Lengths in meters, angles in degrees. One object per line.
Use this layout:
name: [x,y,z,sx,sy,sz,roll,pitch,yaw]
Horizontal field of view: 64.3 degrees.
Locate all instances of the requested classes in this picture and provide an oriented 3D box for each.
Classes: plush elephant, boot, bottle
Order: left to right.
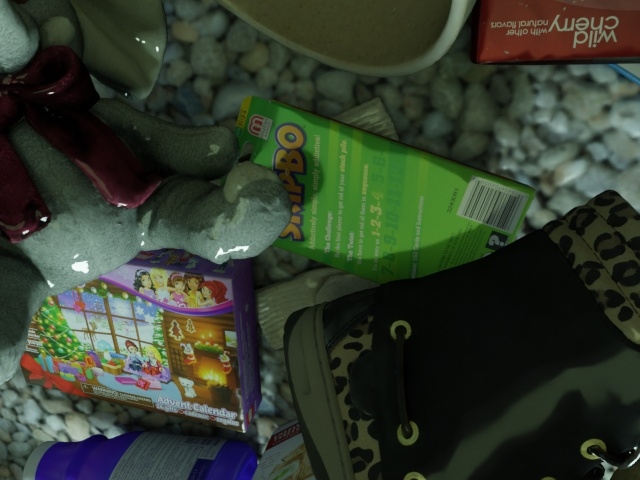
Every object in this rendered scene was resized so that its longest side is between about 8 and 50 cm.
plush elephant: [-0.216,-0.097,0.381,0.271,0.330,0.255,-26,119,-20]
bottle: [-0.224,0.295,0.627,0.282,0.118,0.092,0,110,12]
boot: [0.154,0.168,0.350,0.284,0.138,0.377,-28,64,14]

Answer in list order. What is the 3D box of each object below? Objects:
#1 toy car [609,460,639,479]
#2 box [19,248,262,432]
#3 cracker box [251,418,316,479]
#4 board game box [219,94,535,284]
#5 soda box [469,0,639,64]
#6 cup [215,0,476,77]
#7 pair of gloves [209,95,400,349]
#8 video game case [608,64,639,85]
toy car: [0.298,0.237,0.428,0.188,0.155,0.149,-16,107,-11]
box: [-0.215,0.095,0.567,0.293,0.057,0.201,7,118,13]
cracker box: [-0.005,0.257,0.500,0.155,0.232,0.067,-32,99,21]
board game box: [0.040,-0.032,0.455,0.259,0.039,0.124,19,106,1]
soda box: [0.242,-0.171,0.350,0.263,0.083,0.092,3,109,13]
cup: [-0.002,-0.294,0.281,0.331,0.331,0.237,33,88,0]
pair of gloves: [0.000,0.000,0.509,0.204,0.042,0.240,-12,107,17]
video game case: [0.301,-0.192,0.383,0.119,0.015,0.166,33,114,1]
